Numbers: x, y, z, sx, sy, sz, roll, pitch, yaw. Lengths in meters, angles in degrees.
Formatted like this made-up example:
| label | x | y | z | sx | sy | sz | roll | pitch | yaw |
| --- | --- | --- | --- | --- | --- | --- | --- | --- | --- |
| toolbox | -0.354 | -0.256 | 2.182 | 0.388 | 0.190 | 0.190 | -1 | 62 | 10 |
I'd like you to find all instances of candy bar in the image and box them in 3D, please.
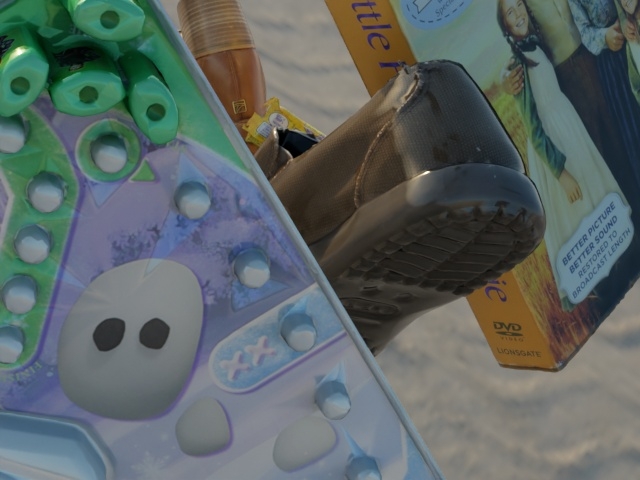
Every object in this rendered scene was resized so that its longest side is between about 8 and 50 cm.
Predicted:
| label | x | y | z | sx | sy | sz | roll | pitch | yaw |
| --- | --- | --- | --- | --- | --- | --- | --- | --- | --- |
| candy bar | 0.014 | -0.051 | 1.409 | 0.161 | 0.040 | 0.018 | 31 | 17 | -30 |

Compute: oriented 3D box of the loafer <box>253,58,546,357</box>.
| label | x | y | z | sx | sy | sz | roll | pitch | yaw |
| --- | --- | --- | --- | --- | --- | --- | --- | --- | --- |
| loafer | 0.000 | 0.000 | 1.234 | 0.134 | 0.366 | 0.130 | 16 | 59 | -37 |

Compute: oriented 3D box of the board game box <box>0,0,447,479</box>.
| label | x | y | z | sx | sy | sz | roll | pitch | yaw |
| --- | --- | --- | --- | --- | --- | --- | --- | --- | --- |
| board game box | -0.154 | 0.133 | 0.840 | 0.390 | 0.390 | 0.050 | 59 | -1 | -27 |

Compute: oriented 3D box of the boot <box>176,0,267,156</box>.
| label | x | y | z | sx | sy | sz | roll | pitch | yaw |
| --- | --- | --- | --- | --- | --- | --- | --- | --- | --- |
| boot | -0.076 | -0.093 | 1.498 | 0.197 | 0.073 | 0.152 | 105 | -28 | -81 |

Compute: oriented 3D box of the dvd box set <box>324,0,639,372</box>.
| label | x | y | z | sx | sy | sz | roll | pitch | yaw |
| --- | --- | --- | --- | --- | --- | --- | --- | --- | --- |
| dvd box set | 0.144 | -0.169 | 1.327 | 0.062 | 0.420 | 0.307 | 3 | 39 | 45 |
